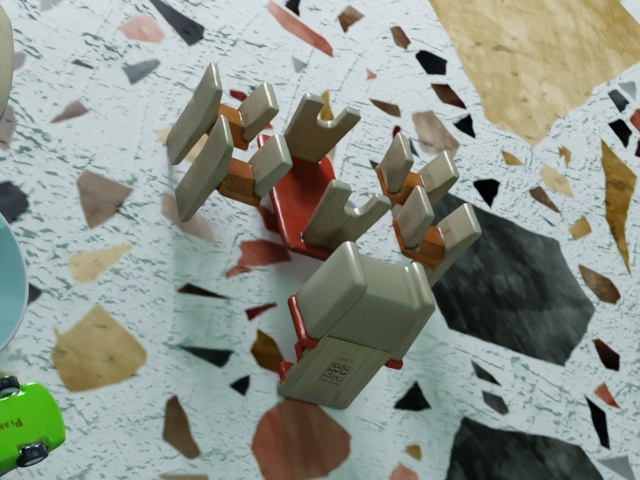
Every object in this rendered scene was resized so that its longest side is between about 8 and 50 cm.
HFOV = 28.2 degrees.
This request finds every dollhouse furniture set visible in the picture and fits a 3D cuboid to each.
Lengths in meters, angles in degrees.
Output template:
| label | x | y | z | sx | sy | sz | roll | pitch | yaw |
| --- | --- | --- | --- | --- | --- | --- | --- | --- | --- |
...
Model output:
| label | x | y | z | sx | sy | sz | roll | pitch | yaw |
| --- | --- | --- | --- | --- | --- | --- | --- | --- | --- |
| dollhouse furniture set | 0.000 | 0.000 | 1.108 | 0.262 | 0.135 | 0.259 | 17 | 37 | -29 |

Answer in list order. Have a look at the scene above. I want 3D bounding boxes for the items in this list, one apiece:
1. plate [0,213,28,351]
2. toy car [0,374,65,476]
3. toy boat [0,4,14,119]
| label | x | y | z | sx | sy | sz | roll | pitch | yaw |
| --- | --- | --- | --- | --- | --- | --- | --- | --- | --- |
| plate | -0.297 | 0.019 | 0.895 | 0.188 | 0.024 | 0.188 | 21 | 47 | -25 |
| toy car | -0.265 | 0.144 | 0.800 | 0.225 | 0.053 | 0.239 | -12 | 67 | -45 |
| toy boat | -0.340 | -0.184 | 0.877 | 0.267 | 0.148 | 0.318 | -30 | 104 | -69 |
